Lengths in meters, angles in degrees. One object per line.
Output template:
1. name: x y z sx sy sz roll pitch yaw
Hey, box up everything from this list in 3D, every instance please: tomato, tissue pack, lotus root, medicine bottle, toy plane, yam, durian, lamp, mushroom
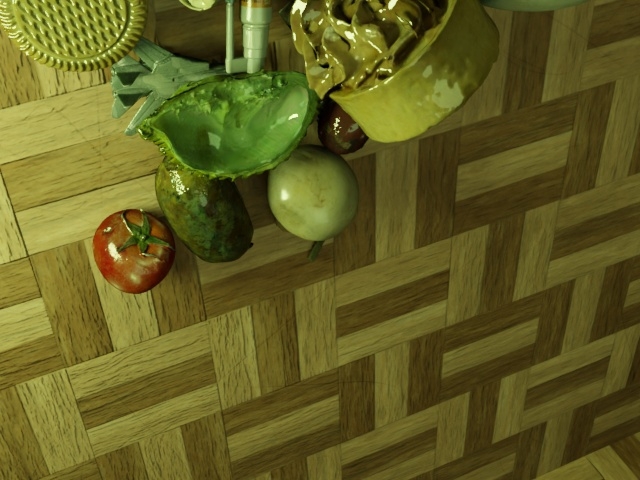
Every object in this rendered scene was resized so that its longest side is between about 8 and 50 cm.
1. tomato: -0.374 0.027 1.811 0.167 0.167 0.167 -16 132 -19
2. tissue pack: -0.033 -0.420 1.712 0.062 0.042 0.083 -40 134 3
3. lotus root: -0.234 -0.064 1.812 0.160 0.152 0.275 -19 132 8
4. medicine bottle: -0.130 -0.411 1.618 0.092 0.061 0.221 -11 118 -26
5. toy plane: -0.257 -0.308 1.650 0.267 0.088 0.212 -18 135 -28
6. yam: 0.000 0.000 2.095 0.021 0.021 0.116 8 120 -35
7. durian: -0.159 -0.214 1.664 0.394 0.163 0.198 -8 165 -37
8. lamp: 0.048 -0.256 1.838 0.134 0.156 0.157 28 75 -4
9. mushroom: -0.014 -0.093 1.906 0.206 0.206 0.209 -29 157 -7

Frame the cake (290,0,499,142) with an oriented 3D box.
1. cake: 0.108 -0.384 1.589 0.332 0.332 0.321 -44 119 8

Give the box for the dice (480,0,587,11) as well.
1. dice: 0.390 -0.595 1.633 0.304 0.304 0.277 -19 133 -16

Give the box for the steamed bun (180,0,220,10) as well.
1. steamed bun: -0.189 -0.553 1.342 0.230 0.324 0.372 -57 134 -36

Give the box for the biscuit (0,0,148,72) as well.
1. biscuit: -0.408 -0.393 1.450 0.259 0.079 0.259 -5 131 -6
